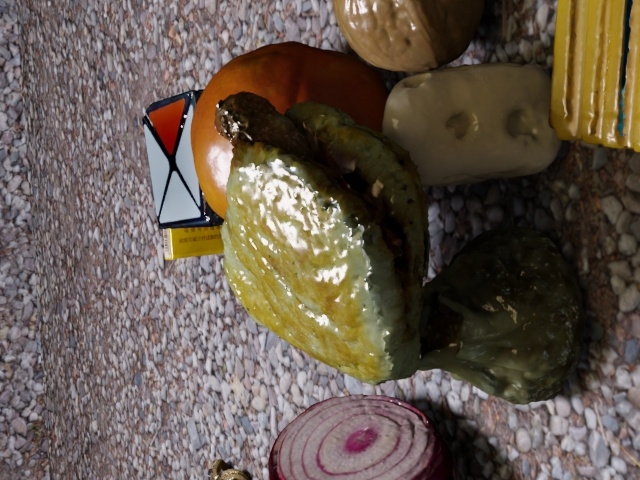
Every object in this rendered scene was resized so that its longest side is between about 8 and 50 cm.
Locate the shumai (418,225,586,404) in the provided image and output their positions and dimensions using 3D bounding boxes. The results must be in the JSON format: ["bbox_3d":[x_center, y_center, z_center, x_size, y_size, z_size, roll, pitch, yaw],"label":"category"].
[{"bbox_3d":[0.232,0.111,1.528,0.189,0.218,0.256,-48,55,60],"label":"shumai"}]

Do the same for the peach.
[{"bbox_3d":[-0.044,-0.170,1.779,0.342,0.342,0.302,30,116,51],"label":"peach"}]

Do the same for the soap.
[{"bbox_3d":[0.378,-0.274,1.316,0.204,0.096,0.325,-154,63,-62],"label":"soap"}]

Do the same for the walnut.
[{"bbox_3d":[0.126,-0.357,1.588,0.228,0.228,0.228,15,108,55],"label":"walnut"}]

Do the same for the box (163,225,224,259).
[{"bbox_3d":[-0.262,-0.101,2.295,0.043,0.152,0.269,4,100,54],"label":"box"}]

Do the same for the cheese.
[{"bbox_3d":[0.174,-0.159,1.561,0.248,0.251,0.174,179,80,-69],"label":"cheese"}]

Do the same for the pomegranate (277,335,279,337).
[{"bbox_3d":[-0.012,0.132,1.957,0.122,0.161,0.122,22,124,36],"label":"pomegranate"}]

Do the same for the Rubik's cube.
[{"bbox_3d":[-0.167,-0.153,2.047,0.250,0.246,0.248,-3,94,59],"label":"Rubik's cube"}]

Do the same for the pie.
[{"bbox_3d":[0.008,0.024,1.522,0.395,0.180,0.418,37,143,36],"label":"pie"}]

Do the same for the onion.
[{"bbox_3d":[0.076,0.423,1.767,0.336,0.282,0.260,14,127,45],"label":"onion"}]

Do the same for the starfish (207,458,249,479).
[{"bbox_3d":[-0.192,0.564,2.383,0.190,0.074,0.146,12,100,54],"label":"starfish"}]
